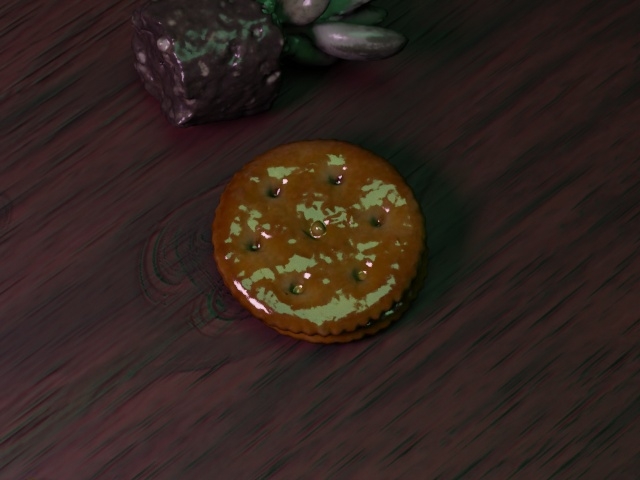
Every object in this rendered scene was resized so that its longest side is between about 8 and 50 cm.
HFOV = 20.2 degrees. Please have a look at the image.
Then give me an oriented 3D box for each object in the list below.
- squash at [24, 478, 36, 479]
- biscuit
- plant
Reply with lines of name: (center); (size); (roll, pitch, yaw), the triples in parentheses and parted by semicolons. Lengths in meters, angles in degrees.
squash: (-0.347, 0.264, 1.644); (0.200, 0.075, 0.090); (-25, 45, -17)
biscuit: (0.000, 0.000, 1.801); (0.220, 0.066, 0.220); (1, 65, -1)
plant: (-0.052, -0.218, 1.848); (0.274, 0.149, 0.146); (-18, 69, -16)
